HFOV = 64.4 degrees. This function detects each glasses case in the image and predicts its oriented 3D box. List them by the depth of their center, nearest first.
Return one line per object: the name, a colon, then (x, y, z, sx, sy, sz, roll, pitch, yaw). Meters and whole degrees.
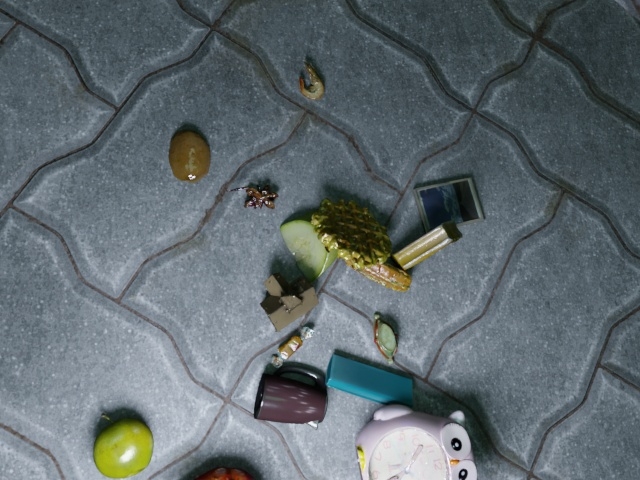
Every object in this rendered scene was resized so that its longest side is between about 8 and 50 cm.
glasses case: (0.168, 0.496, 1.749, 0.300, 0.070, 0.117, 21, 35, -5)

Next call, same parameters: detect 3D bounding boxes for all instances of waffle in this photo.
waffle: (0.108, -0.031, 1.800, 0.325, 0.068, 0.302, 42, 41, 19)

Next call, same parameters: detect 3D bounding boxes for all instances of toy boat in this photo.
toy boat: (0.230, 0.349, 1.808, 0.089, 0.071, 0.185, -14, 79, -11)

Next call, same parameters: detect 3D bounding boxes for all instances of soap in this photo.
soap: (0.375, 0.028, 1.849, 0.160, 0.257, 0.080, -12, 70, -58)

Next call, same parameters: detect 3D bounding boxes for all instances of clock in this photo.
clock: (0.304, 0.713, 1.645, 0.376, 0.250, 0.369, -9, 78, -5)

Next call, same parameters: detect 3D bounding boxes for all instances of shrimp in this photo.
shrimp: (-0.046, -0.629, 2.013, 0.095, 0.045, 0.163, -27, 87, 6)

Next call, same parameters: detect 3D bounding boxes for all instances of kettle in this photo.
kettle: (-0.091, 0.519, 1.695, 0.232, 0.144, 0.202, 15, 44, -13)

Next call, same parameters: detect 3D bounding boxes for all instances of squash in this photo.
squash: (0.000, 0.000, 1.879, 0.204, 0.155, 0.237, -33, 85, 22)

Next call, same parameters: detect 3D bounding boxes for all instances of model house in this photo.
model house: (-0.111, 0.184, 1.696, 0.180, 0.248, 0.176, -33, 84, -16)

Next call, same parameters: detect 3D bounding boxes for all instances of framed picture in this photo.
framed picture: (0.503, -0.139, 1.997, 0.259, 0.023, 0.189, -12, 82, -13)

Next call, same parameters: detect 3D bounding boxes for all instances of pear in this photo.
pear: (-0.612, 0.618, 1.566, 0.180, 0.166, 0.216, -34, 62, -3)

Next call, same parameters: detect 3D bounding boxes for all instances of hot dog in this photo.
hot dog: (0.208, 0.107, 1.838, 0.268, 0.115, 0.072, 27, 55, 1)

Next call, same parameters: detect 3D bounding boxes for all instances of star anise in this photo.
star anise: (-0.247, -0.165, 1.850, 0.190, 0.070, 0.098, 1, 79, -7)

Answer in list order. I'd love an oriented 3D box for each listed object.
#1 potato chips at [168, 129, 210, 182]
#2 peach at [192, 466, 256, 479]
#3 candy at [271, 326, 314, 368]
potato chips: (-0.479, -0.312, 1.854, 0.150, 0.049, 0.202, 1, 83, -4)
peach: (-0.328, 0.896, 1.493, 0.338, 0.353, 0.417, 28, 115, 4)
candy: (-0.099, 0.367, 1.761, 0.182, 0.046, 0.053, -41, 90, -11)
